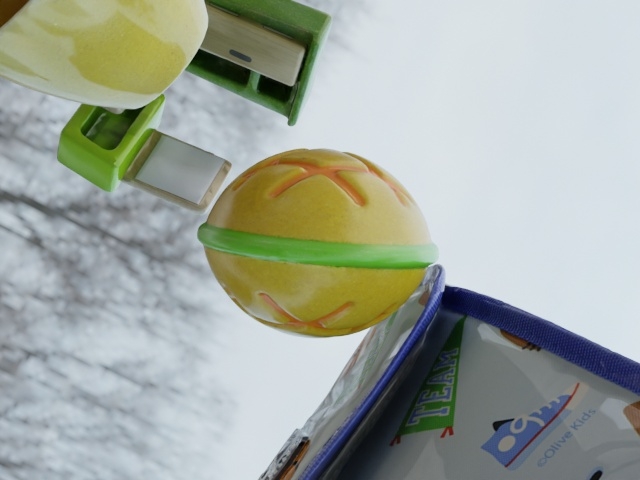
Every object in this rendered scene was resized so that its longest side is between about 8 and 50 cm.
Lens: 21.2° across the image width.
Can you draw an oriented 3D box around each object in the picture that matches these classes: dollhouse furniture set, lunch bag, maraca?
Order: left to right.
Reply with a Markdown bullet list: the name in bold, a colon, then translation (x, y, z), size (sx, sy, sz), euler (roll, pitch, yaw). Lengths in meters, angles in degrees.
- **dollhouse furniture set**: translation (-0.078, -0.182, 1.284), size (0.301, 0.151, 0.197), euler (109, 7, -48)
- **maraca**: translation (0.000, 0.000, 0.919), size (0.185, 0.127, 0.099), euler (-47, 146, -85)
- **lunch bag**: translation (0.074, 0.203, 0.939), size (0.328, 0.239, 0.385), euler (-55, -146, -5)

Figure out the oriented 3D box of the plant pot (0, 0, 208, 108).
- **plant pot**: translation (-0.116, -0.125, 0.911), size (0.134, 0.095, 0.134), euler (-38, -151, 26)
